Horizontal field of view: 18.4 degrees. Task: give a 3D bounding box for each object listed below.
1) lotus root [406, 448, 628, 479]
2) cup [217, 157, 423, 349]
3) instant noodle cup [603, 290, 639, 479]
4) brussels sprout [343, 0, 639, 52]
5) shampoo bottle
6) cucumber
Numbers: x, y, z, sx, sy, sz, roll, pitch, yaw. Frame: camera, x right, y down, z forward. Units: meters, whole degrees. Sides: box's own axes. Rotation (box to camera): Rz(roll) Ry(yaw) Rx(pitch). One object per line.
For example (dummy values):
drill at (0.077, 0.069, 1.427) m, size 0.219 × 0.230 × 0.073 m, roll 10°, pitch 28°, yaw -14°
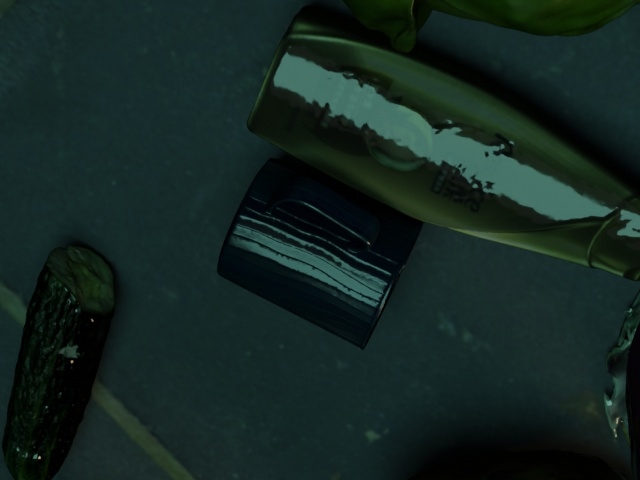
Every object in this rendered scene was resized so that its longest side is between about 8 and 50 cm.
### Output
lotus root at (0.155, 0.298, 1.637) m, size 0.272 × 0.192 × 0.272 m, roll -2°, pitch 86°, yaw 25°
cup at (0.003, -0.005, 1.597) m, size 0.138 × 0.113 × 0.150 m, roll 25°, pitch 129°, yaw 3°
instant noodle cup at (0.374, 0.178, 1.506) m, size 0.339 × 0.266 × 0.340 m, roll 6°, pitch 117°, yaw 12°
brussels sprout at (0.129, -0.260, 1.384) m, size 0.259 × 0.227 × 0.294 m, roll 16°, pitch 122°, yaw 6°
shampoo bottle at (0.120, -0.064, 1.560) m, size 0.350 × 0.084 × 0.126 m, roll 26°, pitch 119°, yaw 1°
cucumber at (-0.234, 0.118, 1.744) m, size 0.074 × 0.074 × 0.241 m, roll 21°, pitch 121°, yaw 4°
